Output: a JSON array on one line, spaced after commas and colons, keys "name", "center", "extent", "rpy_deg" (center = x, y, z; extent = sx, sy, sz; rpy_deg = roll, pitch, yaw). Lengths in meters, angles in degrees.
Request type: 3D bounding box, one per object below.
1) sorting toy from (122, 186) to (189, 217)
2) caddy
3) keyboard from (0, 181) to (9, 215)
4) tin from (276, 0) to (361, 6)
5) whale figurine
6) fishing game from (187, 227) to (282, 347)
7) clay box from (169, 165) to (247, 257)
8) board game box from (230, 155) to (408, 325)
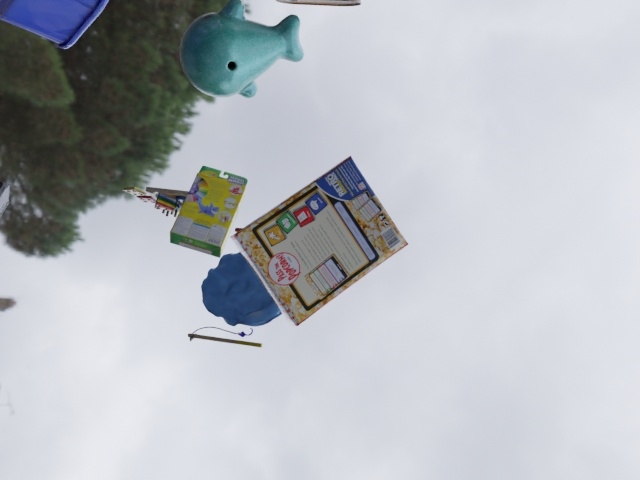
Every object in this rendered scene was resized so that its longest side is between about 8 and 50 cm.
[{"name": "sorting toy", "center": [-0.396, -0.097, 1.956], "extent": [0.275, 0.132, 0.046], "rpy_deg": [7, -104, 12]}, {"name": "caddy", "center": [-0.458, -0.503, 1.336], "extent": [0.341, 0.179, 0.241], "rpy_deg": [-21, -116, 48]}, {"name": "keyboard", "center": [-0.612, 0.051, 1.217], "extent": [0.201, 0.033, 0.317], "rpy_deg": [-35, -151, 61]}, {"name": "tin", "center": [-0.004, -0.541, 1.604], "extent": [0.106, 0.190, 0.040], "rpy_deg": [-118, -151, -81]}, {"name": "whale figurine", "center": [-0.157, -0.398, 1.540], "extent": [0.141, 0.272, 0.216], "rpy_deg": [-127, -154, -55]}, {"name": "fishing game", "center": [-0.116, 0.081, 1.286], "extent": [0.189, 0.041, 0.264], "rpy_deg": [2, -132, 14]}, {"name": "clay box", "center": [-0.265, -0.074, 1.754], "extent": [0.053, 0.127, 0.222], "rpy_deg": [106, 1, -53]}, {"name": "board game box", "center": [0.000, 0.000, 0.976], "extent": [0.146, 0.193, 0.045], "rpy_deg": [57, -16, -5]}]
